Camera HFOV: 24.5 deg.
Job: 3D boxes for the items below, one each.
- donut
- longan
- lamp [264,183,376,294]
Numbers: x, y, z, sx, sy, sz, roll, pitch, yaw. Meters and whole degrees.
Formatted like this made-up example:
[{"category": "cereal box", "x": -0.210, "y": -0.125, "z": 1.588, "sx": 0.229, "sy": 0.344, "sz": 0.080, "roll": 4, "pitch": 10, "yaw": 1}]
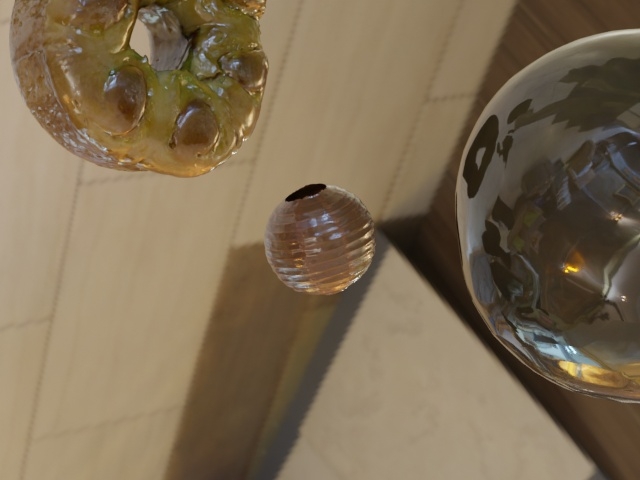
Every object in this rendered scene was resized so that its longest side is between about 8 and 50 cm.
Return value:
[{"category": "donut", "x": -0.143, "y": -0.161, "z": 1.199, "sx": 0.226, "sy": 0.226, "sz": 0.114, "roll": 5, "pitch": 172, "yaw": -41}, {"category": "longan", "x": 0.215, "y": -0.015, "z": 0.945, "sx": 0.258, "sy": 0.258, "sz": 0.258, "roll": -21, "pitch": 143, "yaw": -17}, {"category": "lamp", "x": 0.000, "y": 0.000, "z": 1.736, "sx": 0.136, "sy": 0.136, "sz": 0.136, "roll": -21, "pitch": 143, "yaw": -17}]
